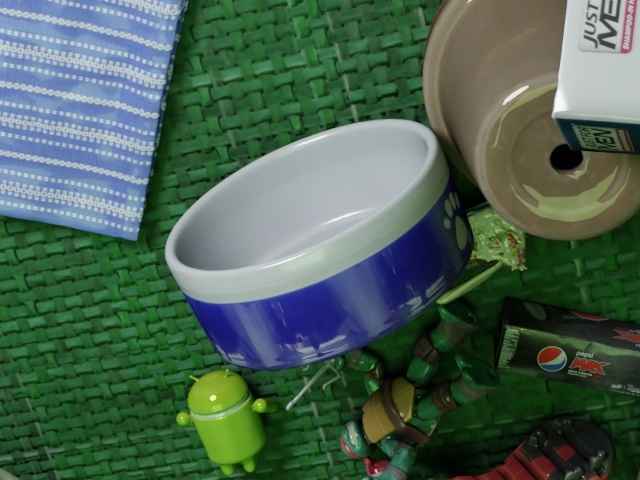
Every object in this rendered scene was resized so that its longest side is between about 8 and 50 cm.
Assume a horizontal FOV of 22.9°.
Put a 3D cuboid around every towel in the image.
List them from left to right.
[{"bbox_3d":[-0.259,-0.163,1.487,0.243,0.040,0.336,10,117,-8],"label":"towel"}]

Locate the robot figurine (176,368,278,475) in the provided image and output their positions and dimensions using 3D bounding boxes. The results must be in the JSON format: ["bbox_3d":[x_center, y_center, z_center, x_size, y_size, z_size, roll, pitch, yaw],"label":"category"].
[{"bbox_3d":[-0.097,0.185,1.637,0.101,0.067,0.115,-12,113,19],"label":"robot figurine"}]

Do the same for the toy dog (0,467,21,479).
[{"bbox_3d":[-0.449,0.450,1.729,0.408,0.395,0.284,-18,67,16],"label":"toy dog"}]

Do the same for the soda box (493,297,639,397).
[{"bbox_3d":[0.257,0.107,1.552,0.169,0.060,0.053,12,118,2],"label":"soda box"}]

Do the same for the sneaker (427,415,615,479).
[{"bbox_3d":[0.174,0.286,1.591,0.276,0.097,0.135,-23,133,-14],"label":"sneaker"}]

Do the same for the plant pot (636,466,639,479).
[{"bbox_3d":[0.414,0.177,1.493,0.237,0.237,0.254,3,101,7],"label":"plant pot"}]

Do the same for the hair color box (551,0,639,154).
[{"bbox_3d":[0.353,-0.146,1.137,0.347,0.105,0.174,6,81,16],"label":"hair color box"}]

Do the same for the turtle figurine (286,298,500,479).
[{"bbox_3d":[0.070,0.164,1.582,0.234,0.118,0.175,-42,63,28],"label":"turtle figurine"}]

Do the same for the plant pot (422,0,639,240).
[{"bbox_3d":[0.212,-0.109,1.362,0.263,0.229,0.263,3,117,6],"label":"plant pot"}]

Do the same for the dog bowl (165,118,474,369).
[{"bbox_3d":[0.000,0.000,1.425,0.265,0.265,0.104,-18,113,16],"label":"dog bowl"}]

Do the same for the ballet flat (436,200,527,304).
[{"bbox_3d":[0.089,0.031,1.519,0.241,0.091,0.077,-22,78,18],"label":"ballet flat"}]
